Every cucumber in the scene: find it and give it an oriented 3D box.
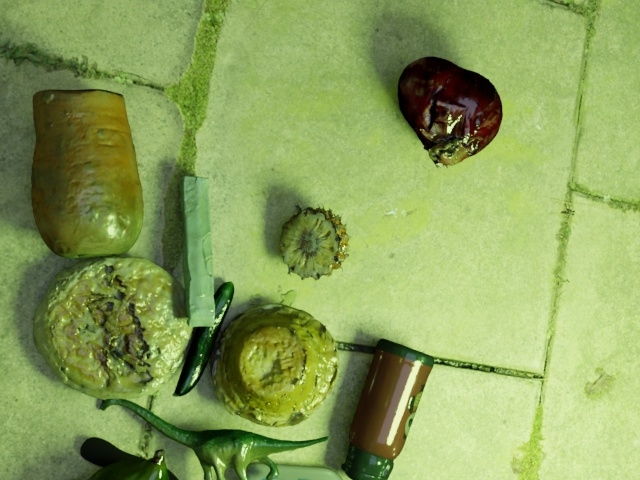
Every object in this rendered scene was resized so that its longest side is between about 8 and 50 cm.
[{"bbox_3d":[-0.257,0.220,1.752,0.056,0.056,0.284,28,71,-16],"label":"cucumber"}]

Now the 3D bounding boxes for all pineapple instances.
[{"bbox_3d":[0.003,0.002,1.829,0.161,0.137,0.176,2,94,25],"label":"pineapple"}]

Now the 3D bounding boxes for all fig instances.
[{"bbox_3d":[-0.391,0.534,1.618,0.195,0.195,0.245,34,115,-15],"label":"fig"}]

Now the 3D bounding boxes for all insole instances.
[{"bbox_3d":[-0.408,0.502,1.716,0.253,0.005,0.086,34,101,-14],"label":"insole"}]

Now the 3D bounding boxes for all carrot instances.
[{"bbox_3d":[-0.480,-0.136,1.609,0.224,0.224,0.341,-3,86,-18],"label":"carrot"}]

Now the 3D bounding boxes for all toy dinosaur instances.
[{"bbox_3d":[-0.228,0.409,1.720,0.446,0.087,0.301,-20,83,-6],"label":"toy dinosaur"}]

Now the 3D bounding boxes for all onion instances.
[{"bbox_3d":[0.304,-0.320,1.876,0.280,0.221,0.281,10,70,-28],"label":"onion"}]

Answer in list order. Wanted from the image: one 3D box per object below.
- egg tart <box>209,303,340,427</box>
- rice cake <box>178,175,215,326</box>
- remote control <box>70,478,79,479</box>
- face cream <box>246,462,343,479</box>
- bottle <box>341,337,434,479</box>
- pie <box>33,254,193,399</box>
[{"bbox_3d":[-0.104,0.272,1.738,0.294,0.116,0.295,0,76,2],"label":"egg tart"},{"bbox_3d":[-0.273,0.024,1.736,0.066,0.063,0.337,-2,82,-19],"label":"rice cake"},{"bbox_3d":[-0.508,0.606,1.683,0.087,0.029,0.190,-34,99,-16],"label":"remote control"},{"bbox_3d":[-0.021,0.608,1.815,0.336,0.080,0.163,10,82,-17],"label":"face cream"},{"bbox_3d":[0.150,0.410,1.851,0.143,0.144,0.336,22,85,-17],"label":"bottle"},{"bbox_3d":[-0.441,0.185,1.689,0.338,0.077,0.339,0,90,-19],"label":"pie"}]
